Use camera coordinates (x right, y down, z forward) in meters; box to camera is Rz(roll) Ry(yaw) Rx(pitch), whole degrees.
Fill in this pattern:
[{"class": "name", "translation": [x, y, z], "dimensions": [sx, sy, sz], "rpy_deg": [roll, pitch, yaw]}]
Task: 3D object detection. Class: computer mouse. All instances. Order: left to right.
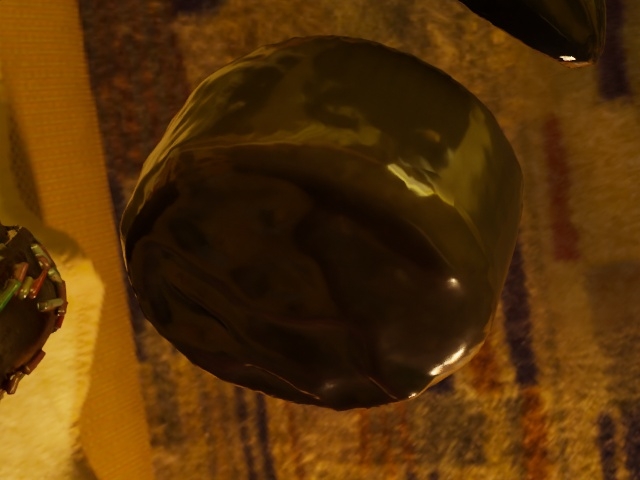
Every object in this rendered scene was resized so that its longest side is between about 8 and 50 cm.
[{"class": "computer mouse", "translation": [0.096, -0.224, 0.757], "dimensions": [0.269, 0.137, 0.086], "rpy_deg": [35, 112, 6]}]

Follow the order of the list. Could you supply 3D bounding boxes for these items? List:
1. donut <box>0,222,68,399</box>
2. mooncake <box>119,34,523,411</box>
[{"class": "donut", "translation": [-0.295, 0.093, 0.788], "dimensions": [0.269, 0.270, 0.103], "rpy_deg": [-29, 106, 29]}, {"class": "mooncake", "translation": [0.000, 0.000, 0.817], "dimensions": [0.284, 0.156, 0.284], "rpy_deg": [10, 137, 10]}]
